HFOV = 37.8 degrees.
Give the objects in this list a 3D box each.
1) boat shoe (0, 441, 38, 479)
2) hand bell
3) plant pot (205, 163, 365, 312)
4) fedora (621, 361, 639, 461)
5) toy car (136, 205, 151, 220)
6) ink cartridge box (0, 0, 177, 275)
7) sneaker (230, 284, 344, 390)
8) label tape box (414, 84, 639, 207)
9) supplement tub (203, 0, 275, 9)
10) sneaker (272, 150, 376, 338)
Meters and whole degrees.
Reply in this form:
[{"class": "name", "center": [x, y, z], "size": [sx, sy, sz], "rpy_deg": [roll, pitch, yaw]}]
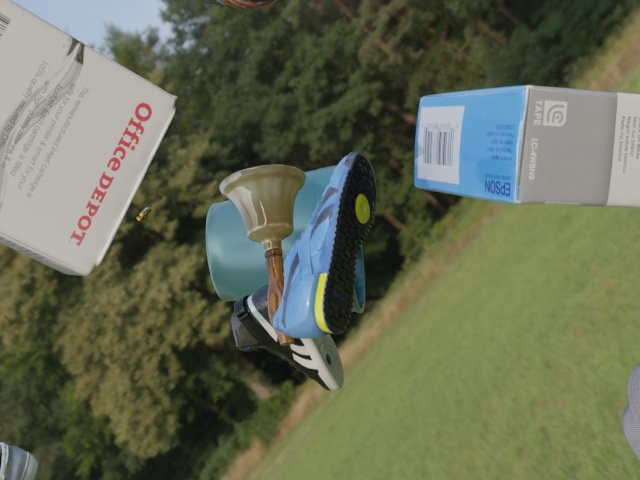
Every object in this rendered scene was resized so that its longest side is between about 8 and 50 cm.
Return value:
[{"class": "boat shoe", "center": [-0.490, 0.392, 1.394], "size": [0.079, 0.081, 0.227], "rpy_deg": [-44, 22, 20]}, {"class": "hand bell", "center": [-0.063, 0.028, 1.313], "size": [0.126, 0.242, 0.126], "rpy_deg": [-10, -18, -3]}, {"class": "plant pot", "center": [-0.064, 0.010, 1.689], "size": [0.255, 0.271, 0.271], "rpy_deg": [-7, -1, 7]}, {"class": "fedora", "center": [0.608, 0.325, 1.541], "size": [0.244, 0.275, 0.124], "rpy_deg": [-37, -20, -44]}, {"class": "toy car", "center": [-0.358, -0.076, 1.712], "size": [0.040, 0.060, 0.122], "rpy_deg": [-48, -23, 9]}, {"class": "ink cartridge box", "center": [-0.347, -0.125, 1.005], "size": [0.129, 0.307, 0.223], "rpy_deg": [-4, 59, 63]}, {"class": "sneaker", "center": [-0.060, 0.161, 1.466], "size": [0.121, 0.216, 0.079], "rpy_deg": [-22, 27, 21]}, {"class": "label tape box", "center": [0.303, -0.089, 0.969], "size": [0.249, 0.348, 0.115], "rpy_deg": [-159, 73, -73]}, {"class": "supplement tub", "center": [-0.099, -0.333, 1.127], "size": [0.106, 0.106, 0.198], "rpy_deg": [-48, 30, -5]}, {"class": "sneaker", "center": [0.000, 0.000, 0.948], "size": [0.082, 0.069, 0.209], "rpy_deg": [-4, 59, 34]}]
